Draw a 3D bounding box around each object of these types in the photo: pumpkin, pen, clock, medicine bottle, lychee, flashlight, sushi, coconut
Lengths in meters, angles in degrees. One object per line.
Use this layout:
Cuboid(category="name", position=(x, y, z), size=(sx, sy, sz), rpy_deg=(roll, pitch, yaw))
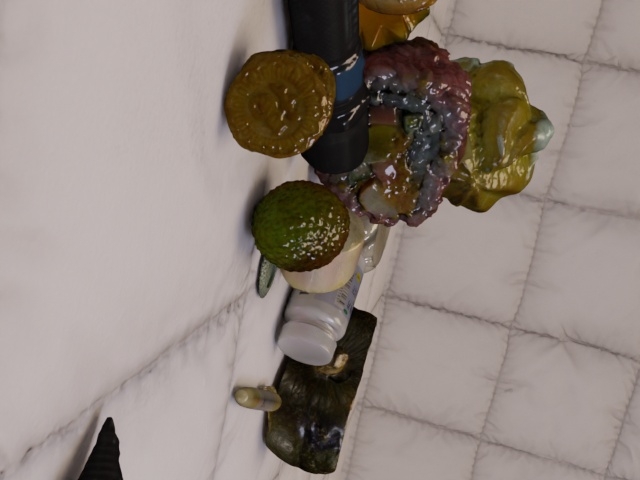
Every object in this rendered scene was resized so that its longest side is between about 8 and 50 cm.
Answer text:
Cuboid(category="pumpkin", position=(0.008, 0.241, 1.290), size=(0.221, 0.139, 0.317), rpy_deg=(96, 14, -48))
Cuboid(category="pumpkin", position=(0.114, -0.374, 1.070), size=(0.149, 0.130, 0.254), rpy_deg=(28, 75, -79))
Cuboid(category="pen", position=(-0.088, 0.227, 1.061), size=(0.233, 0.032, 0.040), rpy_deg=(65, 17, -73))
Cuboid(category="clock", position=(-0.069, 0.038, 0.967), size=(0.074, 0.010, 0.083), rpy_deg=(-57, 159, -63))
Cuboid(category="medicine bottle", position=(0.002, 0.098, 1.169), size=(0.103, 0.103, 0.186), rpy_deg=(89, 17, -54))
Cuboid(category="lychee", position=(-0.022, -0.016, 0.858), size=(0.146, 0.114, 0.114), rpy_deg=(-25, 130, -62))
Cuboid(category="flashlight", position=(0.003, -0.225, 0.804), size=(0.424, 0.103, 0.103), rpy_deg=(81, 25, -60))
Cuboid(category="sushi", position=(0.117, -0.161, 1.102), size=(0.171, 0.237, 0.270), rpy_deg=(-79, 179, -56))
Cuboid(category="coconut", position=(0.000, 0.000, 1.003), size=(0.116, 0.116, 0.122), rpy_deg=(-65, 169, -46))

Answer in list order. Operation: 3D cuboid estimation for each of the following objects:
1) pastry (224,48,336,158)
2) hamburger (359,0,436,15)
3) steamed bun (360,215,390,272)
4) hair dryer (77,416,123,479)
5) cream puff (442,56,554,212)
Cuboid(category="pastry", position=(-0.037, -0.129, 0.681), size=(0.109, 0.097, 0.057), rpy_deg=(-45, -173, 12))
Cuboid(category="hamburger", position=(0.098, -0.364, 0.887), size=(0.191, 0.182, 0.118), rpy_deg=(-63, 149, -25))
Cuboid(category="steamed bun", position=(0.072, -0.031, 1.373), size=(0.183, 0.106, 0.182), rpy_deg=(11, 90, -77))
Cuboid(category="hair dryer", position=(-0.151, 0.296, 0.488), size=(0.107, 0.189, 0.352), rpy_deg=(84, 8, -66))
Cuboid(category="cream puff", position=(0.254, -0.183, 1.429), size=(0.378, 0.378, 0.275), rpy_deg=(82, 17, -64))
